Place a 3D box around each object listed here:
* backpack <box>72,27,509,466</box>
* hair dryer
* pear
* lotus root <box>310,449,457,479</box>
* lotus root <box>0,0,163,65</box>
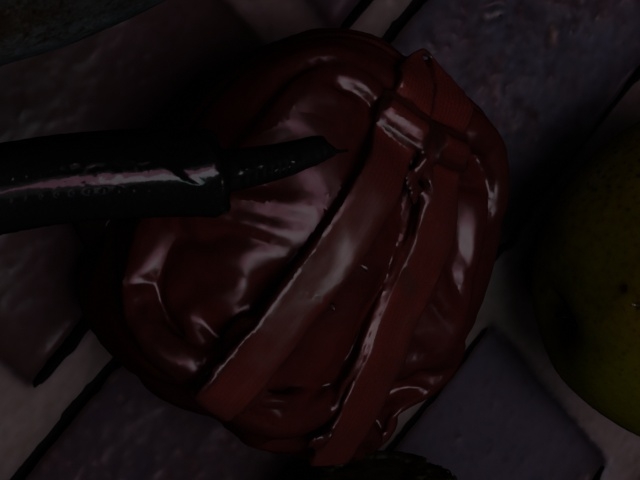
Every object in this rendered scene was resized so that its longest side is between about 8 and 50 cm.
[{"bbox_3d":[-0.001,-0.001,0.844,0.229,0.139,0.229,-9,110,-26],"label":"backpack"},{"bbox_3d":[-0.116,0.003,0.718,0.271,0.091,0.235,-8,146,-9],"label":"hair dryer"},{"bbox_3d":[0.216,0.021,0.972,0.198,0.198,0.198,-10,109,-30],"label":"pear"},{"bbox_3d":[0.049,0.250,0.944,0.160,0.152,0.275,-17,111,-18],"label":"lotus root"},{"bbox_3d":[-0.126,-0.157,0.726,0.322,0.140,0.158,-15,87,-32],"label":"lotus root"}]
